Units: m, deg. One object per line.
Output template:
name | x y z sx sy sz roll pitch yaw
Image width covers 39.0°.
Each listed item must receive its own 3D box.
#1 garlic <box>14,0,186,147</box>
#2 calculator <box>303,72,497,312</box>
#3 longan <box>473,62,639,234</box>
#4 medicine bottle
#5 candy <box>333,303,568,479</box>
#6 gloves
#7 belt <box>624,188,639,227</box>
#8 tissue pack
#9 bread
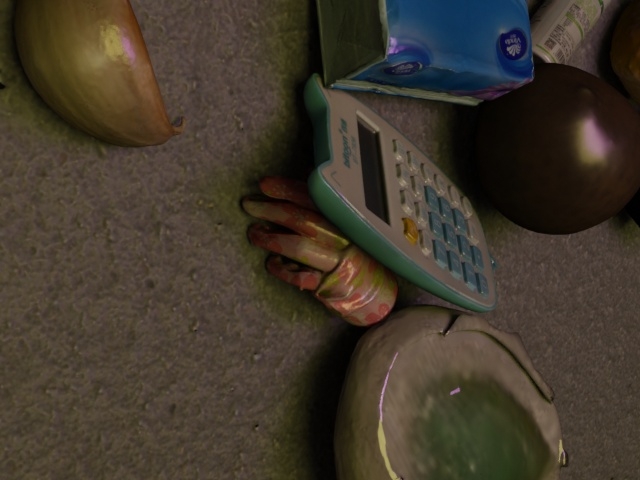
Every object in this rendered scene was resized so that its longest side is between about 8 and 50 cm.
garlic | -0.233 -0.199 0.981 0.244 0.146 0.164 67 30 -25
calculator | 0.115 -0.047 1.203 0.386 0.054 0.256 31 38 -32
longan | 0.346 -0.133 1.315 0.258 0.258 0.257 -6 100 -35
medicine bottle | 0.371 -0.332 1.405 0.183 0.086 0.086 -51 121 -19
candy | 0.170 0.289 1.286 0.386 0.186 0.426 -43 117 -33
gloves | 0.007 0.003 1.175 0.145 0.126 0.241 -52 128 -15
belt | 0.624 -0.149 1.557 0.164 0.184 0.289 42 67 -27
tissue pack | 0.138 -0.295 1.187 0.264 0.146 0.198 1 79 -37
bread | 0.584 -0.319 1.503 0.170 0.197 0.197 46 70 -38
